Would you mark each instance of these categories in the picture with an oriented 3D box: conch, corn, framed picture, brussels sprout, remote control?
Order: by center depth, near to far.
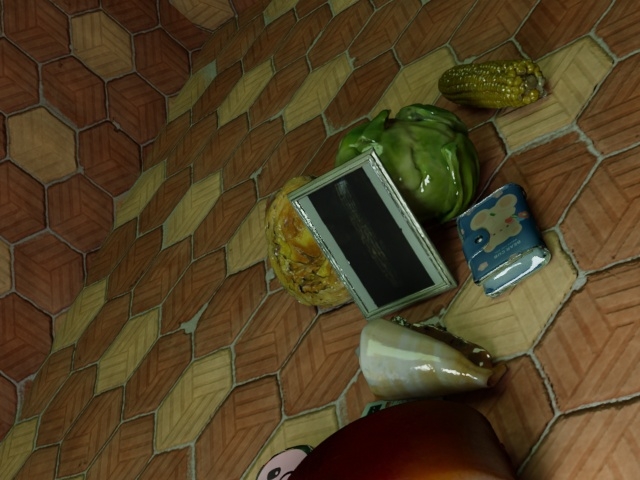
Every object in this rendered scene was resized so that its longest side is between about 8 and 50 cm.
[{"bbox_3d":[0.161,0.209,1.700,0.255,0.158,0.127,20,103,39],"label":"conch"},{"bbox_3d":[0.129,0.288,1.765,0.166,0.029,0.065,-21,31,46],"label":"remote control"},{"bbox_3d":[0.088,-0.001,1.939,0.231,0.293,0.018,-27,9,41],"label":"framed picture"},{"bbox_3d":[0.158,-0.138,2.025,0.259,0.227,0.294,-15,30,-19],"label":"brussels sprout"},{"bbox_3d":[0.333,-0.313,2.166,0.102,0.102,0.313,-56,24,-12],"label":"corn"}]

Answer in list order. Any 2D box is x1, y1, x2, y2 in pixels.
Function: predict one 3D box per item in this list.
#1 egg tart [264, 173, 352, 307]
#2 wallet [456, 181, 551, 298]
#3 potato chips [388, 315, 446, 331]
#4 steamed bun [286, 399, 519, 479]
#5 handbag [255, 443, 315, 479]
[{"bbox_3d":[0.000,0.000,2.201,0.297,0.132,0.297,11,106,43],"label":"egg tart"},{"bbox_3d":[0.309,-0.001,1.830,0.141,0.059,0.202,-34,31,18],"label":"wallet"},{"bbox_3d":[0.161,0.188,1.859,0.142,0.026,0.209,-41,27,14],"label":"potato chips"},{"bbox_3d":[0.085,0.386,1.457,0.379,0.248,0.235,-46,25,11],"label":"steamed bun"},{"bbox_3d":[-0.026,0.429,1.730,0.179,0.116,0.205,-30,33,38],"label":"handbag"}]
